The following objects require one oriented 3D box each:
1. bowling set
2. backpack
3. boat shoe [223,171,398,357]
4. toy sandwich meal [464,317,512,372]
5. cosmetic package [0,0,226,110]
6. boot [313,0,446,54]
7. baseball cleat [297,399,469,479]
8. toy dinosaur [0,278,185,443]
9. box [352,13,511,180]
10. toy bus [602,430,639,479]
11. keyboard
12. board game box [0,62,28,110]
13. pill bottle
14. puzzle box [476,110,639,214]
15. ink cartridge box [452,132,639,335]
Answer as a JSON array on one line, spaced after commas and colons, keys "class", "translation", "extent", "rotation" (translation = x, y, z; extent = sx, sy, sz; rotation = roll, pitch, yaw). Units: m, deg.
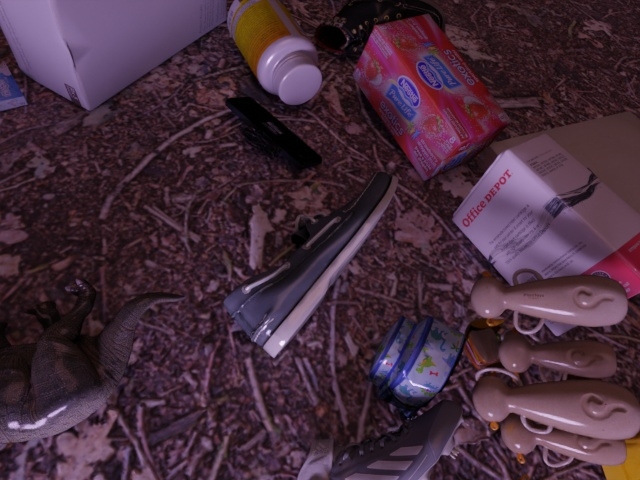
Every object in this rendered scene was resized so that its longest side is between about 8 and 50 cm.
[{"class": "bowling set", "translation": [0.266, 0.192, 0.495], "extent": [0.154, 0.200, 0.286], "rotation": [-2, 67, 24]}, {"class": "backpack", "translation": [0.110, 0.142, 0.493], "extent": [0.084, 0.114, 0.105], "rotation": [31, 58, 8]}, {"class": "boat shoe", "translation": [0.000, 0.000, 0.562], "extent": [0.099, 0.116, 0.319], "rotation": [35, 63, 6]}, {"class": "toy sandwich meal", "translation": [0.235, 0.140, 0.572], "extent": [0.086, 0.029, 0.085], "rotation": [6, 57, -9]}, {"class": "cosmetic package", "translation": [-0.329, -0.425, 0.704], "extent": [0.156, 0.217, 0.385], "rotation": [31, 55, 8]}, {"class": "boot", "translation": [0.121, -0.445, 0.879], "extent": [0.237, 0.085, 0.178], "rotation": [25, 57, 23]}, {"class": "baseball cleat", "translation": [0.051, 0.223, 0.427], "extent": [0.109, 0.072, 0.206], "rotation": [42, 79, 17]}, {"class": "toy dinosaur", "translation": [-0.292, 0.139, 0.428], "extent": [0.314, 0.121, 0.160], "rotation": [-15, 74, -26]}, {"class": "box", "translation": [0.187, -0.253, 0.737], "extent": [0.128, 0.122, 0.256], "rotation": [-24, 75, -24]}, {"class": "toy bus", "translation": [0.469, 0.247, 0.448], "extent": [0.221, 0.211, 0.149], "rotation": [0, 57, -14]}, {"class": "keyboard", "translation": [-0.093, -0.177, 0.711], "extent": [0.192, 0.038, 0.100], "rotation": [43, 36, 17]}, {"class": "board game box", "translation": [-0.526, -0.235, 0.654], "extent": [0.090, 0.020, 0.090], "rotation": [-28, 67, -28]}, {"class": "pill bottle", "translation": [-0.081, -0.351, 0.766], "extent": [0.117, 0.117, 0.215], "rotation": [-19, 63, -22]}, {"class": "puzzle box", "translation": [0.527, -0.106, 0.780], "extent": [0.409, 0.052, 0.272], "rotation": [-16, 63, -21]}, {"class": "ink cartridge box", "translation": [0.332, -0.009, 0.603], "extent": [0.100, 0.172, 0.237], "rotation": [-25, 66, -25]}]
